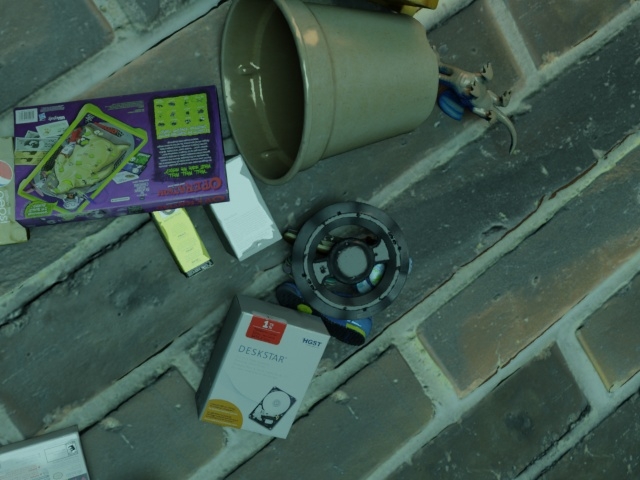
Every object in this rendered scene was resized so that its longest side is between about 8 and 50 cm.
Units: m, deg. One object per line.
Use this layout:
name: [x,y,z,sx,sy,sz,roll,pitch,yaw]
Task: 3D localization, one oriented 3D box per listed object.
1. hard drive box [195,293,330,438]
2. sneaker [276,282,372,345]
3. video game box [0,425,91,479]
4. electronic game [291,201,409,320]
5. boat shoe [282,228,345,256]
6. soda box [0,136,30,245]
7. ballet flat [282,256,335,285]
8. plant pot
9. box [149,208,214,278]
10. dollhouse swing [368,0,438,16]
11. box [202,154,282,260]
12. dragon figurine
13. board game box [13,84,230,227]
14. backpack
hard drive box: [-0.113,0.240,1.347,0.181,0.089,0.232,17,104,-19]
sneaker: [0.010,0.131,1.424,0.209,0.069,0.082,29,51,-9]
video game box: [-0.521,0.455,1.286,0.205,0.048,0.187,-13,98,-16]
electronic game: [0.058,0.039,1.364,0.229,0.048,0.229,0,91,-5]
boat shoe: [0.000,0.000,1.408,0.152,0.056,0.049,19,75,-18]
soda box: [-0.542,-0.084,1.216,0.061,0.058,0.181,-8,98,-17]
ballet flat: [-0.026,0.070,1.415,0.114,0.041,0.041,25,88,-18]
plant pot: [0.026,-0.284,1.268,0.305,0.334,0.334,-12,100,-28]
box: [-0.277,-0.047,1.293,0.058,0.087,0.232,-30,103,-15]
dollhouse swing: [0.054,-0.563,1.231,0.347,0.305,0.315,12,92,-18]
box: [-0.159,-0.063,1.305,0.091,0.130,0.170,-29,104,-12]
dragon figurine: [0.303,-0.295,1.453,0.289,0.144,0.085,37,82,-37]
board game box: [-0.336,-0.144,1.202,0.347,0.056,0.208,-7,68,-4]
backpack: [0.121,0.066,1.434,0.105,0.084,0.114,28,91,-15]
